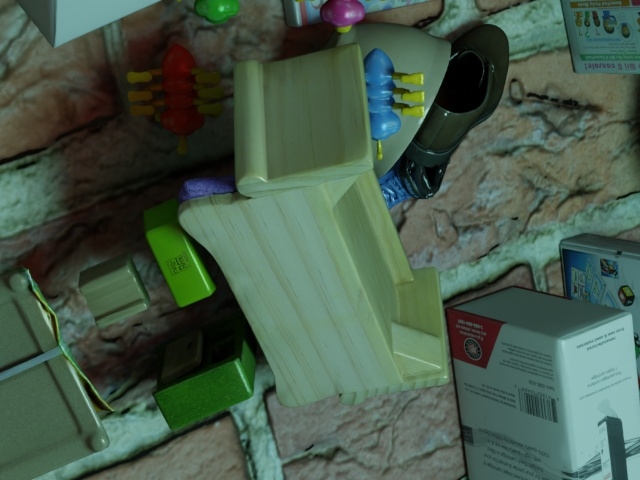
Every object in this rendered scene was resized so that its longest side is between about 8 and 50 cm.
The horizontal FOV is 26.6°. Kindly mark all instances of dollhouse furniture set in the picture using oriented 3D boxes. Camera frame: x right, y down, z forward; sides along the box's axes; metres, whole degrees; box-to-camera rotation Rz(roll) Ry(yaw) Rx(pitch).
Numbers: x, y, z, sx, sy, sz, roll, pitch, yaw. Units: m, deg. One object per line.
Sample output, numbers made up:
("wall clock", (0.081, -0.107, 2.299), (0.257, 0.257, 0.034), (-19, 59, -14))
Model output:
("dollhouse furniture set", (-0.234, 0.095, 1.284), (0.302, 0.151, 0.197), (-23, 105, 2))

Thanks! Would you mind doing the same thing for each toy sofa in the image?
("toy sofa", (0.000, 0.000, 1.281), (0.362, 0.177, 0.150), (66, 17, -48))

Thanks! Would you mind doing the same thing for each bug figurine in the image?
("bug figurine", (-0.039, -0.185, 1.280), (0.279, 0.072, 0.216), (2, 110, 2))

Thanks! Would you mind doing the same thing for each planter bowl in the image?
("planter bowl", (0.046, -0.158, 1.388), (0.109, 0.162, 0.162), (26, 82, -11))

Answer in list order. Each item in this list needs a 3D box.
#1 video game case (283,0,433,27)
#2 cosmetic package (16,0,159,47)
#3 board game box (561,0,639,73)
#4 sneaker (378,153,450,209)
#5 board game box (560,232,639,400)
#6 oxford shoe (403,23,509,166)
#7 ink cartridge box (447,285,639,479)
("video game case", (0.074, -0.351, 1.444), (0.285, 0.025, 0.204), (-16, 106, -30))
("cosmetic package", (-0.190, -0.317, 1.142), (0.225, 0.138, 0.224), (-29, 68, -27))
("board game box", (0.370, -0.342, 1.523), (0.098, 0.224, 0.303), (-24, 110, -31))
("sneaker", (0.076, -0.058, 1.454), (0.152, 0.085, 0.058), (-42, 118, -21))
("board game box", (0.385, 0.152, 1.625), (0.053, 0.193, 0.305), (-17, 107, -30))
("oxford shoe", (0.163, -0.174, 1.453), (0.083, 0.096, 0.227), (31, 47, 0))
("ink cartridge box", (0.261, 0.208, 1.548), (0.114, 0.197, 0.272), (-16, 106, -31))
